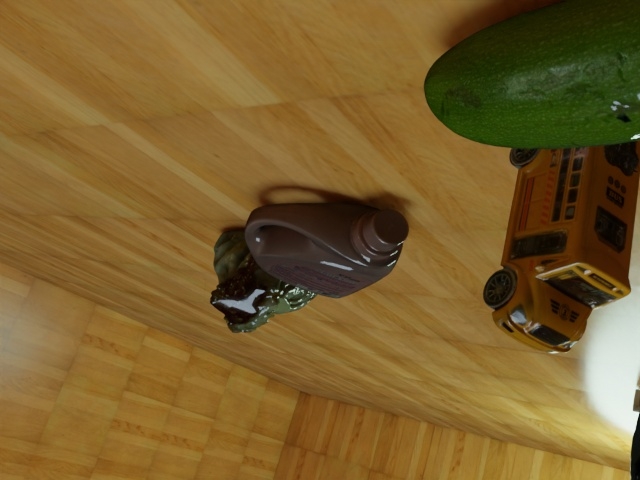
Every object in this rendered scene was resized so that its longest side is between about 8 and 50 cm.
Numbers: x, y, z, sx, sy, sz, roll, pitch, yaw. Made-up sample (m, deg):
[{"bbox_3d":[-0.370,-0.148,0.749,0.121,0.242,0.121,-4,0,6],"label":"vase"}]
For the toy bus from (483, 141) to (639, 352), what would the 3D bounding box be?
[{"bbox_3d":[0.168,-0.008,0.445,0.069,0.162,0.074,27,157,-26],"label":"toy bus"}]

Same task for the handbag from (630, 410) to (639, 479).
[{"bbox_3d":[0.476,0.221,0.712,0.222,0.241,0.263,20,162,-7],"label":"handbag"}]

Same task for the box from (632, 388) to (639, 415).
[{"bbox_3d":[0.625,0.295,1.121,0.152,0.048,0.100,-3,155,44],"label":"box"}]

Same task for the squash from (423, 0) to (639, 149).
[{"bbox_3d":[0.169,-0.091,0.322,0.082,0.082,0.292,31,158,-36],"label":"squash"}]

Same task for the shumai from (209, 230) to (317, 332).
[{"bbox_3d":[-0.078,0.075,0.970,0.184,0.142,0.184,19,161,7],"label":"shumai"}]

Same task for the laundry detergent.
[{"bbox_3d":[0.000,0.000,0.774,0.171,0.076,0.237,21,162,-11],"label":"laundry detergent"}]
